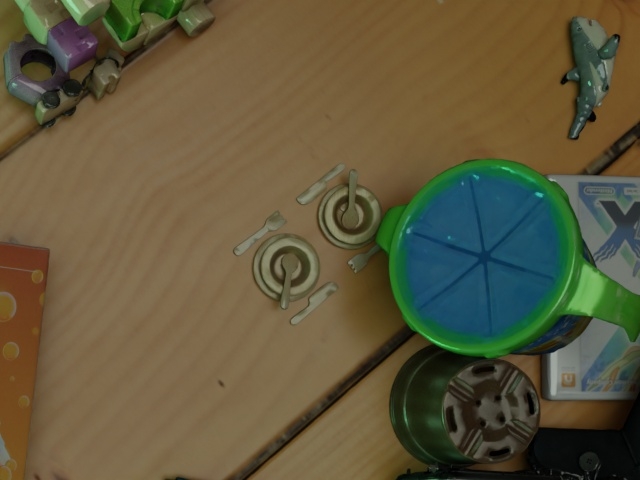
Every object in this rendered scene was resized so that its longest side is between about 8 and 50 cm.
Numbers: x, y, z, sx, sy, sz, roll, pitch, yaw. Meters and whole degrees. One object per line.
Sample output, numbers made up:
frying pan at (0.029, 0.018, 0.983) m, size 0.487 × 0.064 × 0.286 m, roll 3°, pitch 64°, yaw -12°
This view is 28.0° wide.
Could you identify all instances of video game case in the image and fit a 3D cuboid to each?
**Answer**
video game case at (0.454, 0.064, 1.725) m, size 0.329 × 0.036 × 0.300 m, roll 1°, pitch 85°, yaw -12°

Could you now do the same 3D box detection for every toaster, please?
toaster at (0.183, 0.333, 1.565) m, size 0.186 × 0.168 × 0.110 m, roll 7°, pitch 75°, yaw -18°

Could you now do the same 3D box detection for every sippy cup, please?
sippy cup at (0.233, 0.042, 1.564) m, size 0.240 × 0.224 × 0.305 m, roll -38°, pitch 61°, yaw 15°

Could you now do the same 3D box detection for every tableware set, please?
tableware set at (0.000, 0.000, 1.636) m, size 0.194 × 0.039 × 0.128 m, roll -40°, pitch 94°, yaw -12°

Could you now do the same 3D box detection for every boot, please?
boot at (0.368, 0.243, 1.631) m, size 0.207 × 0.094 × 0.246 m, roll -2°, pitch 67°, yaw 22°

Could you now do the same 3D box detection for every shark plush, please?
shark plush at (0.358, -0.219, 1.736) m, size 0.067 × 0.073 × 0.161 m, roll 11°, pitch 104°, yaw 9°

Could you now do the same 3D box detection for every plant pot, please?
plant pot at (0.185, 0.208, 1.593) m, size 0.167 × 0.165 × 0.167 m, roll 1°, pitch 85°, yaw -11°

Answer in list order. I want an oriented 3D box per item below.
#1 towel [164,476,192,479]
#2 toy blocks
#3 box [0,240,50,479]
towel at (-0.054, 0.465, 1.587) m, size 0.370 × 0.040 × 0.271 m, roll 17°, pitch 83°, yaw -10°
toy blocks at (-0.271, -0.351, 1.497) m, size 0.288 × 0.309 × 0.260 m, roll -35°, pitch 85°, yaw -27°
box at (-0.450, 0.165, 1.425) m, size 0.215 × 0.168 × 0.345 m, roll 10°, pitch 82°, yaw -42°
